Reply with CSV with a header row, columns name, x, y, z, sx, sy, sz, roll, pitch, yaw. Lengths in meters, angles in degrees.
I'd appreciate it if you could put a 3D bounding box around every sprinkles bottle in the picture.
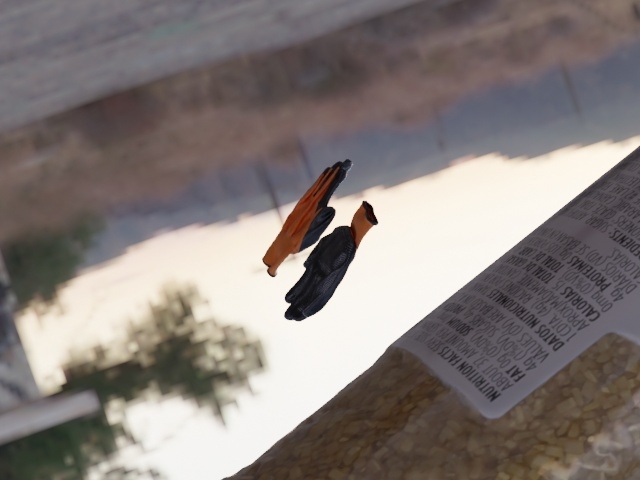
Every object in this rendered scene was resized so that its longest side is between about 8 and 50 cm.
name,x,y,z,sx,sy,sz,roll,pitch,yaw
sprinkles bottle,0.093,0.053,0.677,0.355,0.121,0.121,-38,-173,-13

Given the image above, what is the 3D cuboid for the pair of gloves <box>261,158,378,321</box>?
name,x,y,z,sx,sy,sz,roll,pitch,yaw
pair of gloves,0.000,0.000,1.004,0.074,0.010,0.083,-54,-152,17
